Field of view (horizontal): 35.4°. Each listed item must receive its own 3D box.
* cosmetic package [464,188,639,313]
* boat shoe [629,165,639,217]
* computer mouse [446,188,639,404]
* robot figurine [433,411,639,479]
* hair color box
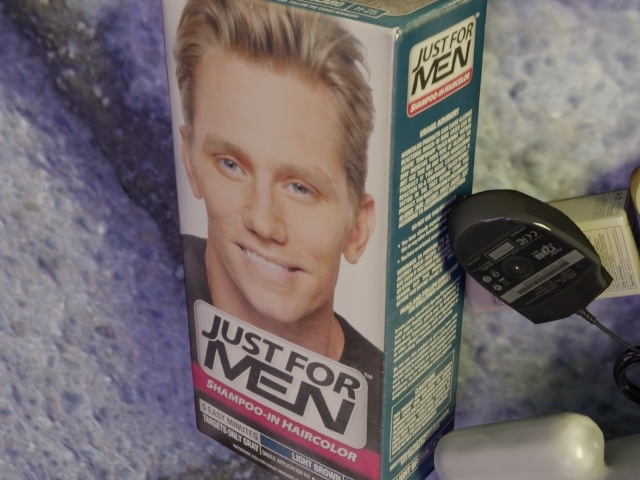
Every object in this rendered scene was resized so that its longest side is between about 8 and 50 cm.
[{"bbox_3d":[0.151,0.009,0.660,0.115,0.041,0.060,-8,116,27],"label":"cosmetic package"},{"bbox_3d":[0.247,0.013,0.614,0.048,0.056,0.153,-27,97,38],"label":"boat shoe"},{"bbox_3d":[0.174,0.040,0.624,0.242,0.041,0.071,37,131,-21],"label":"computer mouse"},{"bbox_3d":[0.199,0.231,0.648,0.300,0.200,0.353,53,139,-4],"label":"robot figurine"},{"bbox_3d":[0.000,0.000,0.658,0.174,0.105,0.347,20,125,32],"label":"hair color box"}]
